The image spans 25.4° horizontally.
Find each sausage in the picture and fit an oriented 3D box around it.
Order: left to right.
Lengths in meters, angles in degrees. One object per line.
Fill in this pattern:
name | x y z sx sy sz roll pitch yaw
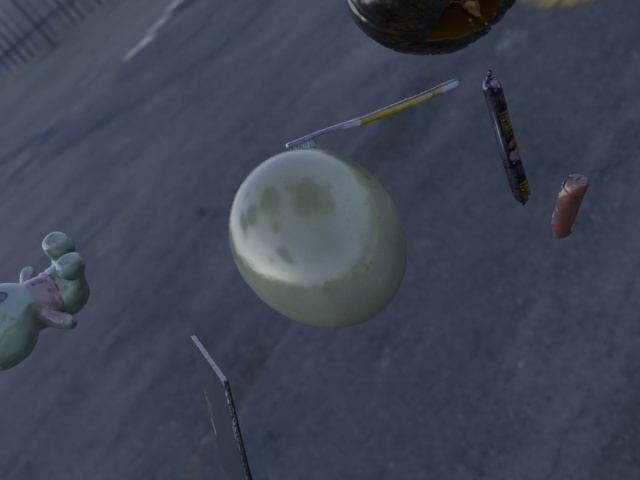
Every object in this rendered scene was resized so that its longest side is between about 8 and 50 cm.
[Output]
sausage | 0.237 -0.128 1.807 0.028 0.198 0.025 -28 29 -17
sausage | 0.365 -0.046 2.097 0.042 0.158 0.036 -1 61 1

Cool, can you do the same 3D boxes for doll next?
doll | -0.452 0.115 2.136 0.275 0.113 0.155 -42 50 -15

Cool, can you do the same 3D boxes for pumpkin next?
pumpkin | 0.184 -0.417 2.159 0.320 0.192 0.320 -24 -27 -13

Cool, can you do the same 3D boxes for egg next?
egg | 0.000 0.000 1.594 0.188 0.188 0.253 -41 42 -1

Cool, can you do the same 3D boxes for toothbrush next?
toothbrush | 0.084 -0.190 2.205 0.288 0.024 0.021 -21 2 1

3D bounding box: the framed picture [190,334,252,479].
framed picture | -0.151 0.296 2.252 0.013 0.244 0.324 -15 12 -11
